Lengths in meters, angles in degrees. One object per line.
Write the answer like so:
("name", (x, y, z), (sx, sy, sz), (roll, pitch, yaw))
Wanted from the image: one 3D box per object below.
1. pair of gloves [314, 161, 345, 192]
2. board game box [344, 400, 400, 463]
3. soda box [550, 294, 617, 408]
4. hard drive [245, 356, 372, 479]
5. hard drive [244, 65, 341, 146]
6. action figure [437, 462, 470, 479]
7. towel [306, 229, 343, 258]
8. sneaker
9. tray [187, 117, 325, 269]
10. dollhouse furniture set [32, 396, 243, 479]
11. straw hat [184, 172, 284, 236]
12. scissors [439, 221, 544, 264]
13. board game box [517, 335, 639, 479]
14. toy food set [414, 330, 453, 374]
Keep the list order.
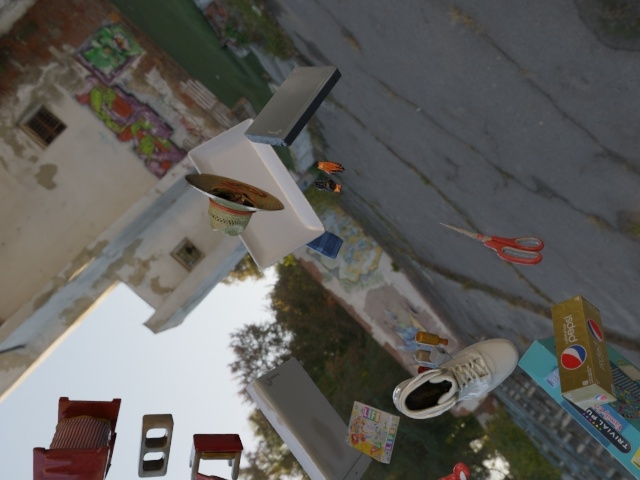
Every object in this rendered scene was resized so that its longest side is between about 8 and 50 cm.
("pair of gloves", (0.024, -0.170, 1.334), (0.074, 0.083, 0.010), (11, 172, 3))
("board game box", (0.120, 0.449, 1.184), (0.026, 0.103, 0.154), (23, 165, -25))
("soda box", (0.442, 0.185, 0.849), (0.058, 0.061, 0.181), (35, -136, -17))
("hard drive", (-0.023, 0.484, 1.311), (0.353, 0.047, 0.233), (50, -161, 14))
("hard drive", (-0.041, -0.193, 0.716), (0.094, 0.135, 0.022), (19, 160, 45))
("action figure", (0.255, 0.583, 0.976), (0.092, 0.280, 0.139), (20, -179, -45))
("towel", (0.000, 0.000, 1.385), (0.120, 0.067, 0.029), (29, 166, -13))
("sneaker", (0.293, 0.290, 1.035), (0.108, 0.293, 0.169), (63, 179, 14))
("tray", (-0.121, -0.089, 0.946), (0.270, 0.145, 0.030), (57, 169, 9))
("dollhouse furniture set", (-0.324, 0.412, 0.954), (0.375, 0.152, 0.201), (7, -174, -19))
("straw hat", (-0.120, -0.039, 0.669), (0.145, 0.061, 0.144), (19, -166, -5))
("scissors", (0.421, 0.001, 1.284), (0.297, 0.109, 0.021), (15, 133, 35))
("board game box", (0.626, 0.337, 1.051), (0.254, 0.079, 0.336), (0, -145, -39))
("toy food set", (0.363, 0.371, 1.496), (0.105, 0.111, 0.232), (13, -166, -16))
